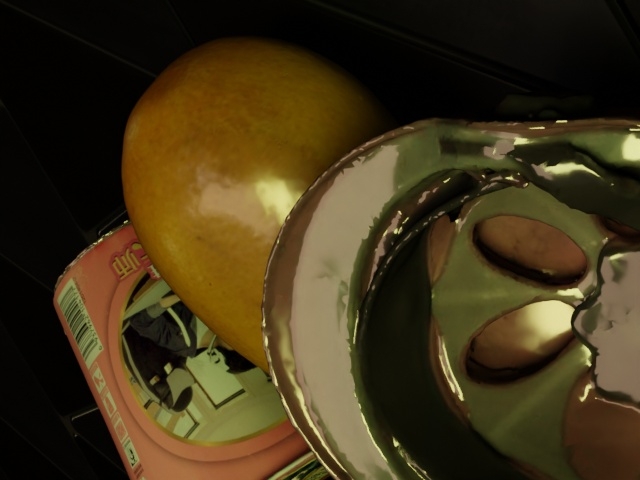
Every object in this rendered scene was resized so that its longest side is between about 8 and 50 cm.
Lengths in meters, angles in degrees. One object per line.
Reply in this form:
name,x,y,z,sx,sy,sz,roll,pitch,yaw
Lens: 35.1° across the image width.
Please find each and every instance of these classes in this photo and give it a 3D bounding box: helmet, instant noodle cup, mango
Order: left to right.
instant noodle cup,-0.093,0.109,0.855,0.255,0.244,0.244,56,144,17
mango,0.000,0.000,0.702,0.317,0.173,0.211,42,128,0
helmet,0.157,0.053,0.527,0.338,0.197,0.271,13,113,37
